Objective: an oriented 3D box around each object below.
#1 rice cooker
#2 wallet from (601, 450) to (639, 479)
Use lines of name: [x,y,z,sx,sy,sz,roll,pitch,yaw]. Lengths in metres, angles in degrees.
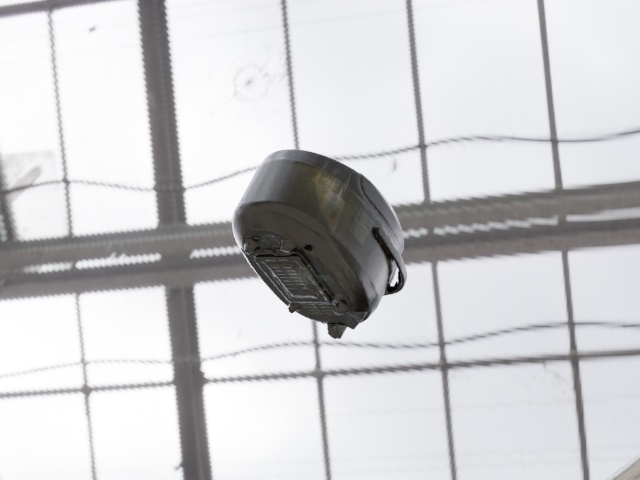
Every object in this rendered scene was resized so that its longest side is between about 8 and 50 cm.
rice cooker: [0.000,0.000,1.074,0.112,0.106,0.165,-4,-49,42]
wallet: [0.315,0.240,1.314,0.190,0.095,0.033,-40,-112,9]
